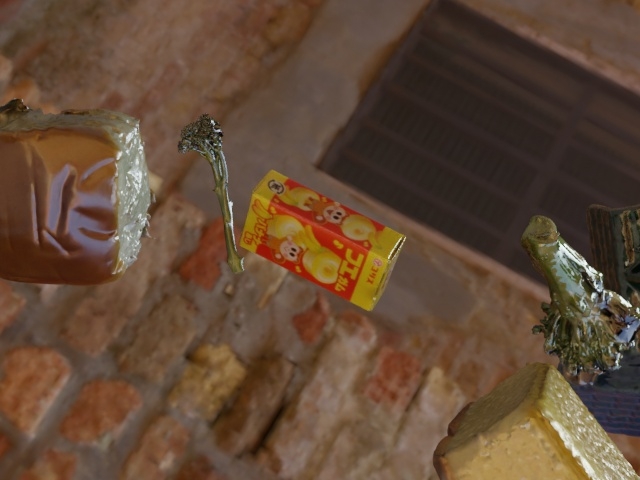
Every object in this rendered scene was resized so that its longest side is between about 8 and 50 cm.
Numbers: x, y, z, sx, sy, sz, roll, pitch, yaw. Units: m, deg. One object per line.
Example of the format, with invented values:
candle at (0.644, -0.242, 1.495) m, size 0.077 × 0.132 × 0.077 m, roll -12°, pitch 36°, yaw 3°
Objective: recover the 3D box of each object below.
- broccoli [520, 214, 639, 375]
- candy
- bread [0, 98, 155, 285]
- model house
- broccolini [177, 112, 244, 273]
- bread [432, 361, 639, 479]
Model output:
broccoli at (0.364, 0.071, 1.706) m, size 0.145 × 0.165 × 0.304 m, roll -40°, pitch 133°, yaw -5°
candy at (0.000, 0.000, 2.060) m, size 0.088 × 0.276 × 0.146 m, roll -54°, pitch 166°, yaw -45°
bread at (-0.381, -0.071, 1.662) m, size 0.225 × 0.250 × 0.279 m, roll -74°, pitch 169°, yaw -53°
model house at (0.650, 0.143, 2.059) m, size 0.395 × 0.400 × 0.445 m, roll 1°, pitch -83°, yaw 57°
broccolini at (-0.112, -0.057, 1.322) m, size 0.052 × 0.054 × 0.194 m, roll -63°, pitch 140°, yaw -62°
bread at (0.270, 0.300, 1.191) m, size 0.143 × 0.333 × 0.323 m, roll -38°, pitch 173°, yaw 12°
